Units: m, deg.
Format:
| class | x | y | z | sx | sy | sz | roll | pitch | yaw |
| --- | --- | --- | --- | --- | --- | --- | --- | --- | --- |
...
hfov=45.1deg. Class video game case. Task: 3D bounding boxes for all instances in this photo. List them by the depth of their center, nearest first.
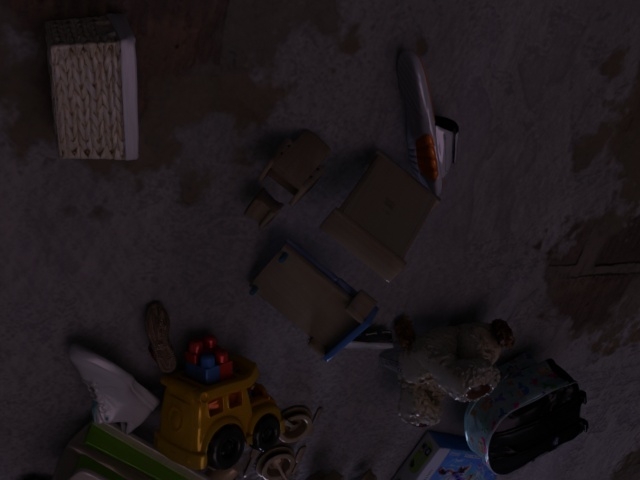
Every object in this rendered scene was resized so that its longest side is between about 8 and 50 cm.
| class | x | y | z | sx | sy | sz | roll | pitch | yaw |
| --- | --- | --- | --- | --- | --- | --- | --- | --- | --- |
| video game case | 0.299 | 0.585 | 1.867 | 0.269 | 0.061 | 0.244 | 19 | 112 | -36 |

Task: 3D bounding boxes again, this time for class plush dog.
| class | x | y | z | sx | sy | sz | roll | pitch | yaw |
| --- | --- | --- | --- | --- | --- | --- | --- | --- | --- |
| plush dog | 0.270 | 0.236 | 1.565 | 0.225 | 0.211 | 0.262 | -10 | 155 | -39 |

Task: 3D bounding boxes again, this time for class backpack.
| class | x | y | z | sx | sy | sz | roll | pitch | yaw |
| --- | --- | --- | --- | --- | --- | --- | --- | --- | --- |
| backpack | 0.440 | 0.392 | 1.722 | 0.253 | 0.191 | 0.225 | -28 | 128 | -18 |

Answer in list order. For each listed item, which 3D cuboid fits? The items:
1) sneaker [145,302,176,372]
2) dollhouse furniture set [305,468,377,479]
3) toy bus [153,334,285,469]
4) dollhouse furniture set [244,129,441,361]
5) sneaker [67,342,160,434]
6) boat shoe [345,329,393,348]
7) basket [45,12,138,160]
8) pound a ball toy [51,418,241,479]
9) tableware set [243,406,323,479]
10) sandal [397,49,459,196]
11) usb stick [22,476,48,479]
| class | x | y | z | sx | sy | sz | roll | pitch | yaw |
| --- | --- | --- | --- | --- | --- | --- | --- | --- | --- |
| sneaker | -0.272 | 0.160 | 1.294 | 0.042 | 0.067 | 0.119 | -12 | 96 | -18 |
| dollhouse furniture set | 0.044 | 0.523 | 1.694 | 0.161 | 0.101 | 0.182 | -36 | 135 | -35 |
| toy bus | -0.173 | 0.268 | 1.353 | 0.220 | 0.149 | 0.212 | -8 | 104 | -47 |
| dollhouse furniture set | 0.000 | 0.000 | 1.300 | 0.286 | 0.198 | 0.303 | 39 | 131 | -2 |
| sneaker | -0.352 | 0.252 | 1.267 | 0.094 | 0.080 | 0.212 | -53 | 135 | -19 |
| boat shoe | 0.087 | 0.190 | 1.499 | 0.125 | 0.038 | 0.046 | 5 | 161 | -24 |
| basket | -0.293 | -0.196 | 0.988 | 0.103 | 0.113 | 0.167 | -5 | 124 | -20 |
| pound a ball toy | -0.309 | 0.437 | 1.388 | 0.319 | 0.208 | 0.135 | 38 | 116 | -23 |
| tableware set | -0.071 | 0.424 | 1.575 | 0.128 | 0.039 | 0.194 | 6 | 118 | -31 |
| sandal | 0.188 | -0.189 | 1.251 | 0.076 | 0.102 | 0.265 | -21 | 127 | -10 |
| usb stick | -0.411 | 0.499 | 1.387 | 0.278 | 0.045 | 0.077 | 26 | 63 | -21 |
